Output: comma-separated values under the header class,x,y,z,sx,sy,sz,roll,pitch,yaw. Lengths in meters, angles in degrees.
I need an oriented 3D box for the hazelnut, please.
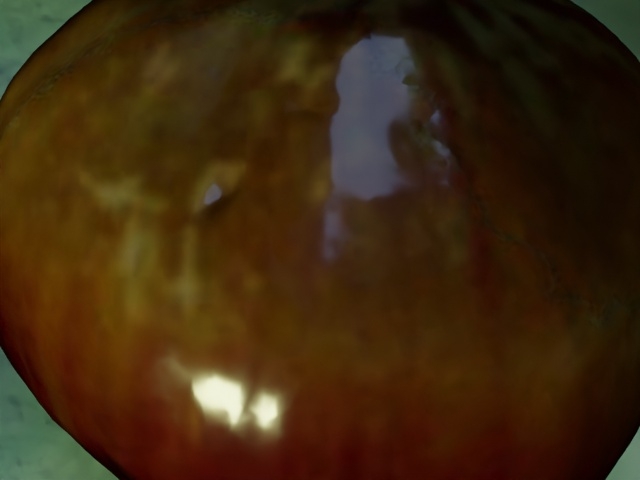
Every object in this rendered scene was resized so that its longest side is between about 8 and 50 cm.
class,x,y,z,sx,sy,sz,roll,pitch,yaw
hazelnut,0.000,0.000,0.635,0.252,0.217,0.217,10,54,12
